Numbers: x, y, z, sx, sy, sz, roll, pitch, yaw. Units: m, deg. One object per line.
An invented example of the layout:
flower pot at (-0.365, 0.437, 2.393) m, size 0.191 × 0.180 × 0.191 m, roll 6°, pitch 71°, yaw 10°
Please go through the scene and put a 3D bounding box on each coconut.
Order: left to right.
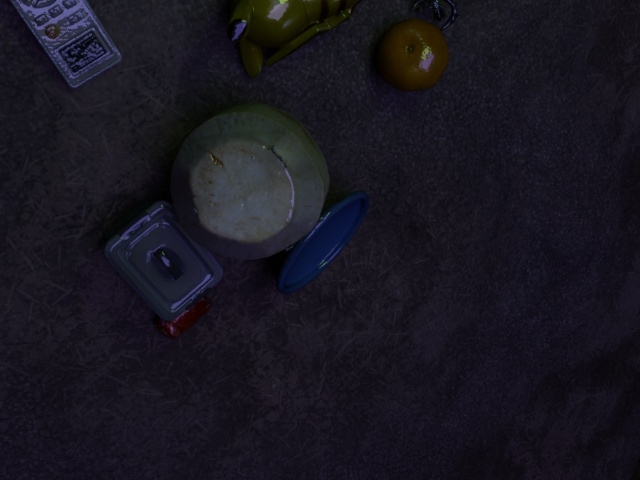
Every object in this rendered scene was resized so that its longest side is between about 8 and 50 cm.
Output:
coconut at (-0.135, -0.115, 1.444) m, size 0.323 × 0.323 × 0.323 m, roll -10°, pitch 113°, yaw -26°

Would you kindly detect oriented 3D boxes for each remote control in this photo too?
remote control at (-0.473, -0.422, 1.274) m, size 0.109 × 0.055 × 0.313 m, roll -34°, pitch 125°, yaw -8°

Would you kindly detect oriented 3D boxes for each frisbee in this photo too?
frisbee at (-0.003, -0.003, 1.613) m, size 0.289 × 0.049 × 0.289 m, roll -44°, pitch 164°, yaw -16°

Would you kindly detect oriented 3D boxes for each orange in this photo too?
orange at (0.199, -0.397, 1.604) m, size 0.159 × 0.159 × 0.136 m, roll -63°, pitch 167°, yaw 5°

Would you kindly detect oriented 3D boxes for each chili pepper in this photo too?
chili pepper at (-0.295, 0.153, 1.573) m, size 0.123 × 0.073 × 0.070 m, roll -44°, pitch 81°, yaw -11°

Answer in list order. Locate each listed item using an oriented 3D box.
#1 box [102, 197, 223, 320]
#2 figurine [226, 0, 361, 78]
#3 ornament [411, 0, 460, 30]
box at (-0.319, 0.032, 1.478) m, size 0.162 × 0.130 × 0.227 m, roll -41°, pitch 123°, yaw -11°
figurine at (-0.054, -0.459, 1.430) m, size 0.327 × 0.218 × 0.169 m, roll -29°, pitch 79°, yaw -9°
ornament at (0.272, -0.589, 1.612) m, size 0.202 × 0.080 × 0.236 m, roll -27°, pitch 117°, yaw -23°
